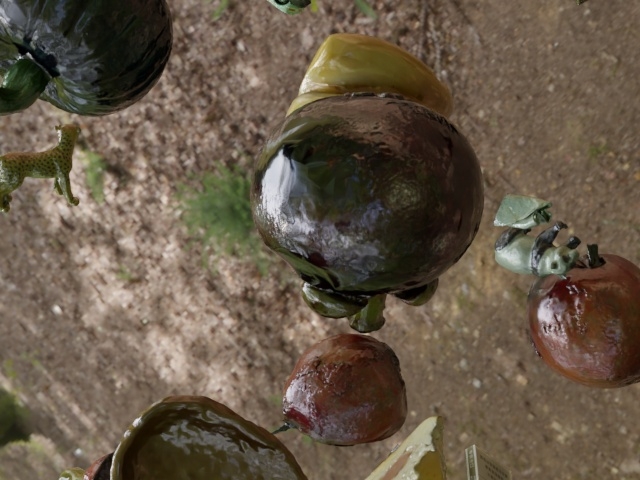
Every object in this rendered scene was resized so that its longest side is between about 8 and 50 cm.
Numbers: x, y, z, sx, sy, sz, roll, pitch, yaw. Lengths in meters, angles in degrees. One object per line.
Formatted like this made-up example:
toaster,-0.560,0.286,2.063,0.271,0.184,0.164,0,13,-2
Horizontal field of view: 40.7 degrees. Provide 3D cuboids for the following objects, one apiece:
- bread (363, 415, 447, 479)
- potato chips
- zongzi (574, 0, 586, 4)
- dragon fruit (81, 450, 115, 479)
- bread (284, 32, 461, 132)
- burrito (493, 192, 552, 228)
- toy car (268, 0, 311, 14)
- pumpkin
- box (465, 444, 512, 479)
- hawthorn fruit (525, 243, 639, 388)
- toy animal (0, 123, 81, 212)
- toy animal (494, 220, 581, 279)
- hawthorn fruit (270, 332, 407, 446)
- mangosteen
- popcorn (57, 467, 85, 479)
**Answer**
bread,0.142,0.463,1.611,0.211,0.183,0.224,-9,109,10
potato chips,-0.090,0.226,0.744,0.202,0.150,0.049,37,172,-9
zongzi,0.512,-0.646,1.623,0.289,0.154,0.317,-32,123,33
dragon fruit,-0.267,0.398,1.126,0.148,0.218,0.223,-29,100,22
bread,0.084,-0.199,1.567,0.329,0.424,0.245,-18,76,20
burrito,0.394,-0.051,1.663,0.044,0.074,0.118,28,172,-41
toy car,-0.099,-0.479,1.577,0.186,0.093,0.058,42,128,5
pumpkin,-0.300,-0.226,0.956,0.248,0.248,0.248,29,142,26
box,0.301,0.462,1.498,0.109,0.198,0.029,38,123,-25
hawthorn fruit,0.590,0.176,1.870,0.316,0.316,0.316,29,142,26
toy animal,-0.499,-0.125,1.479,0.073,0.181,0.136,-129,38,-50
toy animal,0.450,0.018,1.784,0.094,0.121,0.225,39,168,-34
hawthorn fruit,0.019,0.242,1.330,0.181,0.235,0.181,156,90,-87
mangosteen,0.050,-0.043,1.088,0.297,0.293,0.297,26,177,1
popcorn,-0.327,0.513,1.406,0.312,0.312,0.312,29,142,26
